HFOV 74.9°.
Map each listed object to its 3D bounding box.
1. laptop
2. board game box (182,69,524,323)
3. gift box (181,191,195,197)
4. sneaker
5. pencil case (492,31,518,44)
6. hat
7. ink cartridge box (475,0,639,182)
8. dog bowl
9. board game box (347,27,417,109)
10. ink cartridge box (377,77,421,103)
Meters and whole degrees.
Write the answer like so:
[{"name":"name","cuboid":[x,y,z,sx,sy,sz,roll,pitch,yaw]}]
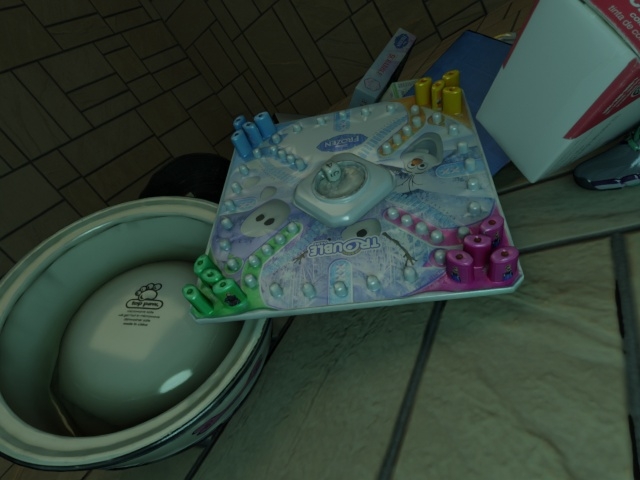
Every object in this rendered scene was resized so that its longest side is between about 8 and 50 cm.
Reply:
[{"name":"laptop","cuboid":[0.155,-0.252,0.760,0.409,0.236,0.381,-1,35,-18]},{"name":"board game box","cuboid":[0.027,-0.084,0.582,0.391,0.050,0.389,-8,49,13]},{"name":"gift box","cuboid":[-0.348,0.092,0.919,0.255,0.258,0.276,-14,28,45]},{"name":"sneaker","cuboid":[0.403,-0.136,0.474,0.224,0.098,0.083,-20,24,35]},{"name":"pencil case","cuboid":[0.444,-0.436,1.071,0.124,0.113,0.273,-33,15,52]},{"name":"hat","cuboid":[-0.311,-0.076,1.133,0.331,0.331,0.133,-34,63,4]},{"name":"ink cartridge box","cuboid":[0.368,-0.225,0.476,0.307,0.131,0.226,-26,-20,-7]},{"name":"dog bowl","cuboid":[-0.255,0.126,0.611,0.409,0.150,0.407,-3,49,4]},{"name":"board game box","cuboid":[0.155,-0.420,1.276,0.317,0.066,0.318,-58,-4,-29]},{"name":"ink cartridge box","cuboid":[0.235,-0.361,1.134,0.171,0.056,0.235,-15,-3,-12]}]
